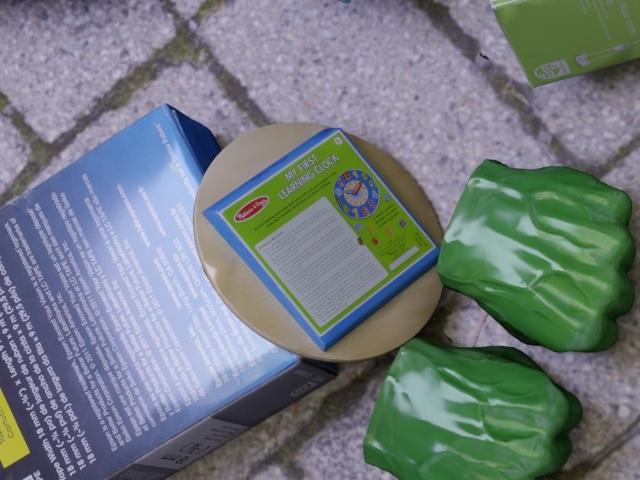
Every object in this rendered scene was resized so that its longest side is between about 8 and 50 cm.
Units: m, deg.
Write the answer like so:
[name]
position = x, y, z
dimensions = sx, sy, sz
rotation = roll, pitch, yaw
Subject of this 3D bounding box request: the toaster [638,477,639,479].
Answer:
[toaster]
position = 0.322, 0.175, 1.262
dimensions = 0.227, 0.146, 0.129
rotation = -30, 73, 11

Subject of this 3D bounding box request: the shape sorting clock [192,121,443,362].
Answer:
[shape sorting clock]
position = 0.000, 0.000, 1.404
dimensions = 0.206, 0.040, 0.206
rotation = 11, 62, -21

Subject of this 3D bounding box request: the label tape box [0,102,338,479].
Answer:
[label tape box]
position = -0.191, 0.083, 1.472
dimensions = 0.333, 0.106, 0.241
rotation = -31, 73, 11

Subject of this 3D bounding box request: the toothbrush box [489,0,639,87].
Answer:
[toothbrush box]
position = 0.259, -0.262, 1.355
dimensions = 0.283, 0.122, 0.206
rotation = -14, 59, 14

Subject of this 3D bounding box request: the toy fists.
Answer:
[toy fists]
position = 0.147, 0.080, 1.369
dimensions = 0.142, 0.096, 0.279
rotation = 23, 89, 30

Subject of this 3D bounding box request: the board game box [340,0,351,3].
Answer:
[board game box]
position = 0.005, -0.375, 1.453
dimensions = 0.254, 0.079, 0.336
rotation = 28, 89, 49
